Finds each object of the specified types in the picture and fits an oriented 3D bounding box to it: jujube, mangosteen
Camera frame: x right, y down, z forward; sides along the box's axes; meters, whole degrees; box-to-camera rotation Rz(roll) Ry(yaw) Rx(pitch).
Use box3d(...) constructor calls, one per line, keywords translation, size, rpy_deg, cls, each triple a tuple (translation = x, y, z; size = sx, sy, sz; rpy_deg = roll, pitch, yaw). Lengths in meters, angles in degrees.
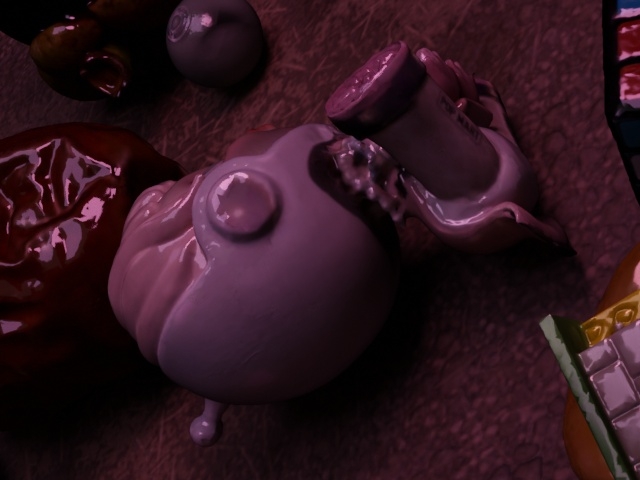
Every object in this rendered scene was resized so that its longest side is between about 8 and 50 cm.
box3d(translation=(-0.291, 0.040, 1.410), size=(0.377, 0.276, 0.276), rpy_deg=(-20, 50, 22), cls="jujube")
box3d(translation=(-0.256, -0.311, 1.591), size=(0.307, 0.307, 0.347), rpy_deg=(-23, 80, 35), cls="mangosteen")

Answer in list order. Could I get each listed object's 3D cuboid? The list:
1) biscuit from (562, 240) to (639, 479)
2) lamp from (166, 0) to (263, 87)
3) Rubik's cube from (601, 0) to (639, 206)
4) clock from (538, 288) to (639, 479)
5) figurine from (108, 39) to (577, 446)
box3d(translation=(0.257, 0.071, 0.962), size=(0.203, 0.041, 0.260), rpy_deg=(-1, 66, 47), cls="biscuit")
box3d(translation=(-0.110, -0.211, 1.499), size=(0.105, 0.105, 0.105), rpy_deg=(-26, 47, 33), cls="lamp")
box3d(translation=(0.286, -0.111, 0.907), size=(0.187, 0.184, 0.182), rpy_deg=(-7, 56, 20), cls="Rubik's cube")
box3d(translation=(0.293, 0.085, 0.817), size=(0.255, 0.106, 0.220), rpy_deg=(-34, 64, 24), cls="clock")
box3d(translation=(-0.005, -0.002, 1.140), size=(0.361, 0.253, 0.211), rpy_deg=(-28, 62, 21), cls="figurine")
